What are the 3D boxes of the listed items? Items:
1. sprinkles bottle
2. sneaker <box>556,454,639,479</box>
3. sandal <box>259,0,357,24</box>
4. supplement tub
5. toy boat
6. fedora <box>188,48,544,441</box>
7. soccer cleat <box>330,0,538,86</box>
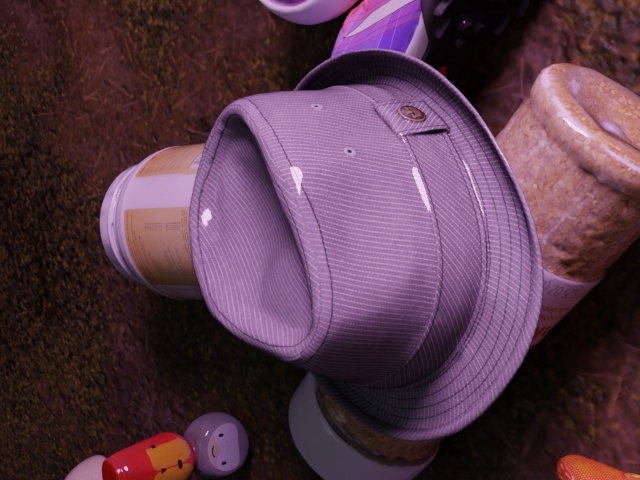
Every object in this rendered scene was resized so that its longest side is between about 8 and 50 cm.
[{"bbox_3d":[0.105,0.044,0.679,0.121,0.121,0.355,52,129,24],"label":"sprinkles bottle"},{"bbox_3d":[0.241,0.181,0.626,0.175,0.064,0.067,22,92,34],"label":"sneaker"},{"bbox_3d":[0.047,-0.348,0.648,0.169,0.102,0.416,36,111,36],"label":"sandal"},{"bbox_3d":[-0.091,-0.017,0.843,0.200,0.144,0.144,0,97,45],"label":"supplement tub"},{"bbox_3d":[-0.173,0.310,1.002,0.267,0.148,0.318,50,135,33],"label":"toy boat"},{"bbox_3d":[0.000,0.000,0.613,0.243,0.124,0.275,-54,50,38],"label":"fedora"},{"bbox_3d":[0.072,-0.167,0.689,0.116,0.109,0.318,53,133,31],"label":"soccer cleat"}]
